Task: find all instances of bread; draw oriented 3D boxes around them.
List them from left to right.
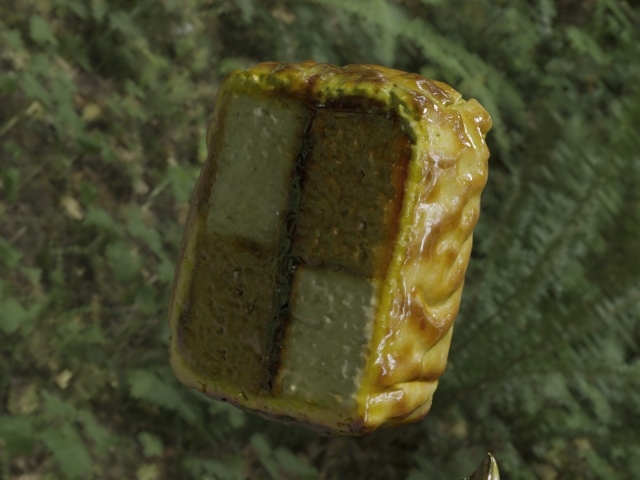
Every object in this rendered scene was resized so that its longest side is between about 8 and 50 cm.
[{"bbox_3d":[0.000,0.000,0.927,0.181,0.222,0.096,18,13,30],"label":"bread"}]

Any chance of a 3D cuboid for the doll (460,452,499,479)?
[{"bbox_3d":[0.093,0.196,0.999,0.113,0.078,0.076,-27,65,-31],"label":"doll"}]
